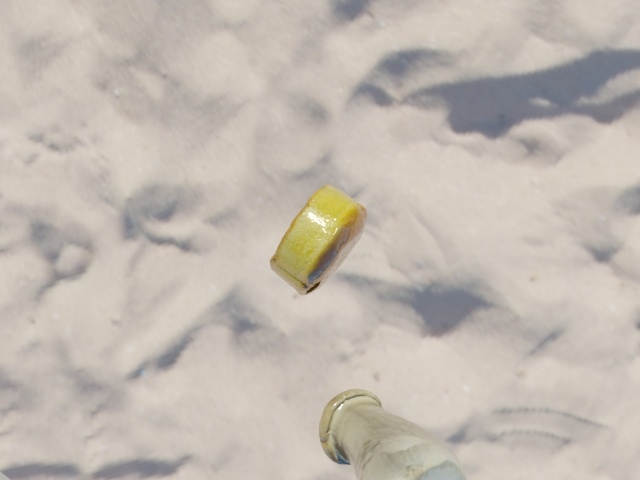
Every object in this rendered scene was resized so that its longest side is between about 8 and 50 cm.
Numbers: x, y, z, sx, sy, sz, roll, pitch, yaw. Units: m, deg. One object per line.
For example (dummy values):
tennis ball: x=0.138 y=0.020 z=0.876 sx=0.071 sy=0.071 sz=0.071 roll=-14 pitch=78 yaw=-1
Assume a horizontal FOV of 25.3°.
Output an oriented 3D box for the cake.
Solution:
cake: x=0.000 y=0.000 z=1.062 sx=0.044 sy=0.084 sz=0.084 roll=37 pitch=100 yaw=7

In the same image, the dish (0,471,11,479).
dish: x=-0.262 y=0.192 z=0.708 sx=0.256 sy=0.256 sz=0.117 roll=-29 pitch=138 yaw=-3

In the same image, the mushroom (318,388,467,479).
mushroom: x=0.076 y=0.223 z=1.410 sx=0.108 sy=0.247 sz=0.096 roll=-7 pitch=105 yaw=-15
